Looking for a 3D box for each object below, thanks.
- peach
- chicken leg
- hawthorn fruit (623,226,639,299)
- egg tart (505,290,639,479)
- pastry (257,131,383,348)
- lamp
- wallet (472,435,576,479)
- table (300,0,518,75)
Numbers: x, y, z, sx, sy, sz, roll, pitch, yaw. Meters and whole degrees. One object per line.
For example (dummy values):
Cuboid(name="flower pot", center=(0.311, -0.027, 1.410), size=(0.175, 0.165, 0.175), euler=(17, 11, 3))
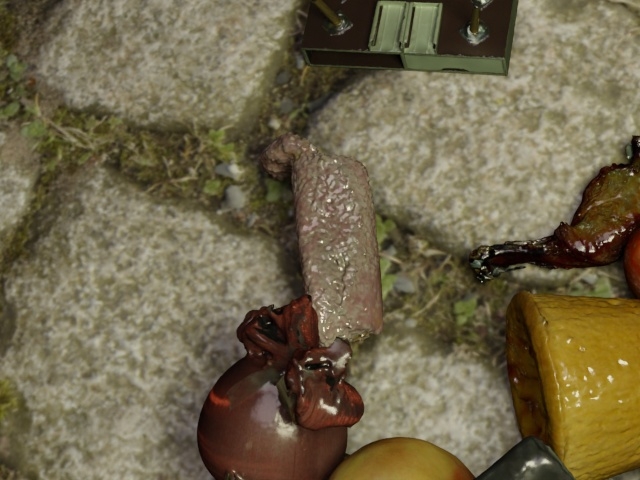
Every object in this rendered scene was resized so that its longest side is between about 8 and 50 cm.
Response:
Cuboid(name="peach", center=(0.079, 0.272, 1.321), size=(0.184, 0.184, 0.184), euler=(-5, 64, 10))
Cuboid(name="chicken leg", center=(0.277, -0.018, 1.484), size=(0.253, 0.051, 0.106), euler=(-31, 57, -2))
Cuboid(name="hawthorn fruit", center=(0.362, 0.025, 1.408), size=(0.128, 0.128, 0.128), euler=(-5, 64, 10))
Cuboid(name="egg tart", center=(0.266, 0.135, 1.339), size=(0.147, 0.202, 0.202), euler=(-9, 63, -2))
Cuboid(name="pastry", center=(0.012, -0.006, 1.510), size=(0.112, 0.103, 0.265), euler=(-14, 65, -2))
Cuboid(name="lamp", center=(-0.045, 0.175, 1.368), size=(0.151, 0.223, 0.215), euler=(-17, 28, -15))
Cuboid(name="wallet", center=(0.091, 0.366, 1.236), size=(0.406, 0.228, 0.062), euler=(-39, 31, 1))
Cuboid(name="table", center=(0.099, -0.273, 1.609), size=(0.240, 0.111, 0.121), euler=(4, 67, 14))
